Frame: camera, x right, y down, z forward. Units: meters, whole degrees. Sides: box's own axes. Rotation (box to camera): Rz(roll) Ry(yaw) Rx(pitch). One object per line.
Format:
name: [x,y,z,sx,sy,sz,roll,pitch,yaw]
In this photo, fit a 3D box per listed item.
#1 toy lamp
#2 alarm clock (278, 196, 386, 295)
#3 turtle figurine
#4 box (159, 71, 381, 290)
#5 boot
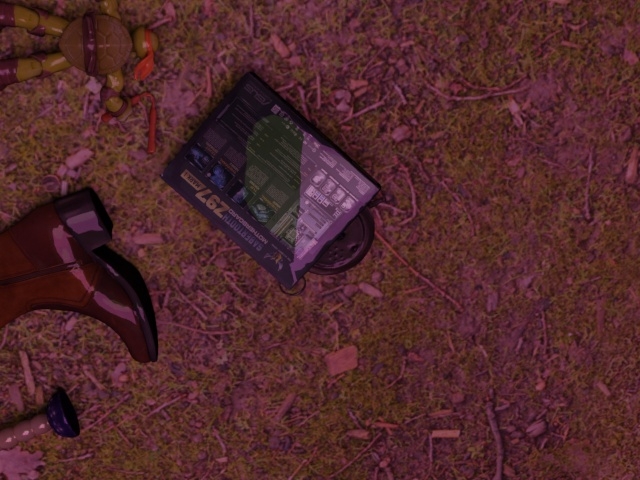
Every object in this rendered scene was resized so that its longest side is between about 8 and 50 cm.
toy lamp: [-0.482,0.294,1.451,0.275,0.080,0.080,-22,114,-4]
alarm clock: [0.000,0.000,1.430,0.129,0.064,0.192,26,108,-19]
turtle figurine: [-0.291,-0.228,1.265,0.217,0.087,0.269,-4,113,-9]
box: [-0.065,-0.078,1.348,0.233,0.059,0.183,41,99,-2]
boot: [-0.381,0.096,1.377,0.280,0.096,0.264,-24,115,1]
